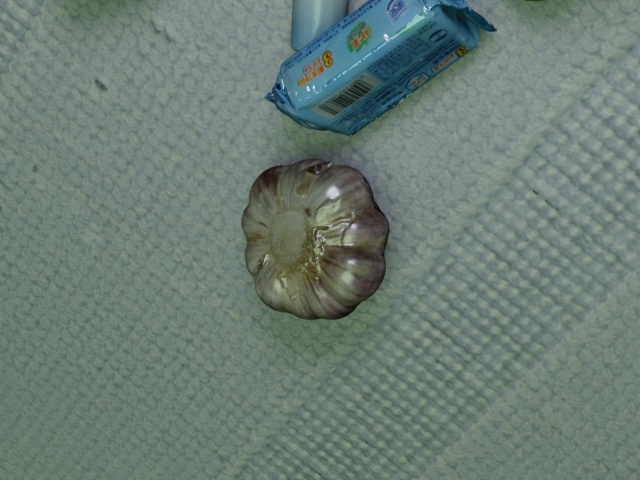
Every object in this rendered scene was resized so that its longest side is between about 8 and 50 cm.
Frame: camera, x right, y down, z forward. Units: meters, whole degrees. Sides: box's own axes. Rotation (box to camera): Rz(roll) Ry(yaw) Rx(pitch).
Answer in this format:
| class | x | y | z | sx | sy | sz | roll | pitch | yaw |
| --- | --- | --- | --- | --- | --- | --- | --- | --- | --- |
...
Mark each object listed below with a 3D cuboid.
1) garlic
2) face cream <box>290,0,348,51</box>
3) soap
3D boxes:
| class | x | y | z | sx | sy | sz | roll | pitch | yaw |
| --- | --- | --- | --- | --- | --- | --- | --- | --- | --- |
| garlic | 0.000 | 0.000 | 1.395 | 0.245 | 0.160 | 0.245 | -3 | 86 | 35 |
| face cream | 0.005 | -0.374 | 1.265 | 0.077 | 0.077 | 0.250 | 9 | 117 | 9 |
| soap | 0.072 | -0.237 | 1.271 | 0.293 | 0.156 | 0.077 | -33 | 65 | 23 |
